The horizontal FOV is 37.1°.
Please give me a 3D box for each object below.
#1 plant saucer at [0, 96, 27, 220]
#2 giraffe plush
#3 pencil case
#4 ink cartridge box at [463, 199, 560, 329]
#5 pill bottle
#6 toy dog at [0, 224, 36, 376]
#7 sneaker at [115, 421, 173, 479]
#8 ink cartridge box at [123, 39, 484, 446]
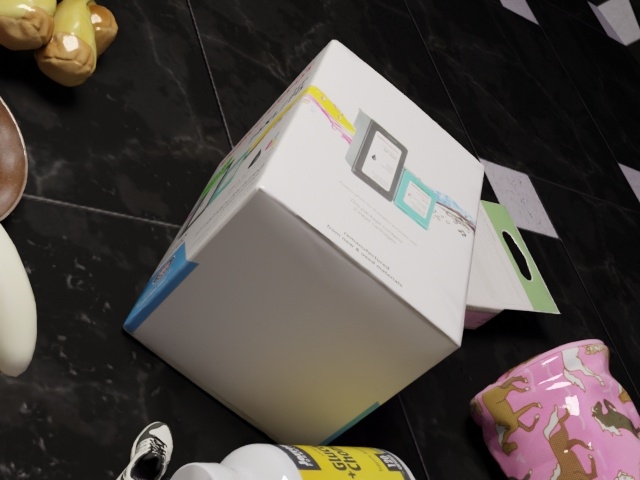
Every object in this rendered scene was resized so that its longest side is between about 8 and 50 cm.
[{"bbox_3d":[-0.300,-0.075,0.711,0.168,0.029,0.168,32,42,-35],"label":"plant saucer"},{"bbox_3d":[-0.219,-0.272,0.860,0.181,0.170,0.210,38,25,-38],"label":"giraffe plush"},{"bbox_3d":[0.294,0.280,0.918,0.386,0.160,0.167,62,7,21],"label":"pencil case"},{"bbox_3d":[0.168,0.021,1.129,0.235,0.056,0.171,11,49,-46],"label":"ink cartridge box"},{"bbox_3d":[-0.019,0.201,0.695,0.184,0.103,0.103,13,47,-41],"label":"pill bottle"},{"bbox_3d":[-0.304,0.134,0.300,0.395,0.284,0.408,8,58,-29],"label":"toy dog"},{"bbox_3d":[-0.121,0.159,0.685,0.032,0.037,0.083,38,34,-12],"label":"sneaker"},{"bbox_3d":[0.000,0.000,0.834,0.197,0.198,0.270,38,34,-13],"label":"ink cartridge box"}]
